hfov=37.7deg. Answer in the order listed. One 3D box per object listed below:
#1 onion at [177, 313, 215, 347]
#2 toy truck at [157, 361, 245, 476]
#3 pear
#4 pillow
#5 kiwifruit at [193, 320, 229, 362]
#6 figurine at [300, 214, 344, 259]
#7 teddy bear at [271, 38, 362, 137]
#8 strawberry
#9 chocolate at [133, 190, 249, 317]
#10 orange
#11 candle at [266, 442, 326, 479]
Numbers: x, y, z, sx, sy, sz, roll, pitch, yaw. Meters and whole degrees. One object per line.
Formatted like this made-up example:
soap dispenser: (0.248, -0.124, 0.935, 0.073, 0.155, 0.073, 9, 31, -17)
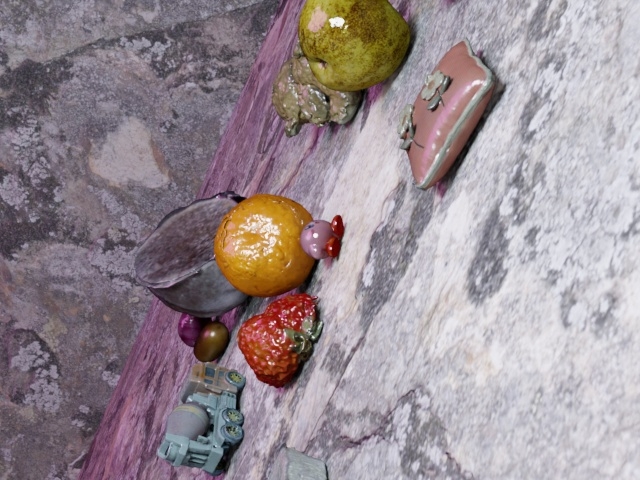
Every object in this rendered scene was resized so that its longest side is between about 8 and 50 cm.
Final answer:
onion: (-0.312, 0.215, 2.384, 0.105, 0.115, 0.115, -4, 55, 24)
toy truck: (-0.229, 0.341, 1.804, 0.256, 0.140, 0.108, -94, 28, -59)
pear: (0.051, -0.357, 1.641, 0.197, 0.197, 0.197, -159, 90, -75)
pillow: (0.161, -0.173, 1.248, 0.179, 0.075, 0.171, -61, 16, 23)
kiwifruit: (-0.252, 0.235, 2.169, 0.075, 0.075, 0.124, -85, 18, -46)
figurine: (0.000, 0.000, 1.600, 0.067, 0.071, 0.083, 68, -151, -41)
teddy bear: (-0.008, -0.329, 1.919, 0.256, 0.156, 0.267, 132, 153, -58)
strawberry: (-0.086, 0.161, 1.608, 0.236, 0.107, 0.175, 143, 146, -65)
chocolate: (-0.245, 0.061, 2.113, 0.303, 0.213, 0.303, -22, 35, 16)
orange: (-0.096, 0.011, 1.707, 0.161, 0.193, 0.193, 75, -148, -76)
candle: (-0.046, 0.376, 1.244, 0.168, 0.068, 0.192, 173, 115, -77)
